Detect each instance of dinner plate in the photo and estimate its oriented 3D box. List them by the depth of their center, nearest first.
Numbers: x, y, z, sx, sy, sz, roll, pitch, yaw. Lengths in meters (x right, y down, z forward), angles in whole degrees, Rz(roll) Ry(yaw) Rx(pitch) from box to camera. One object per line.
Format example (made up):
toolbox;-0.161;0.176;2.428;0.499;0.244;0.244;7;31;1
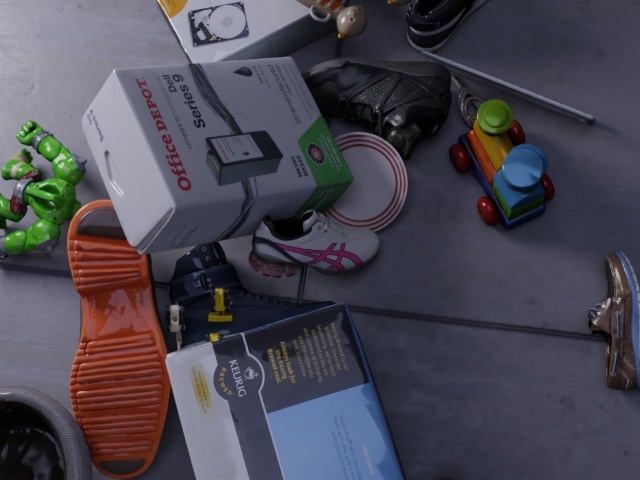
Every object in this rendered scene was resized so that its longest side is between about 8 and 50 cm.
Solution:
dinner plate;0.054;-0.079;1.505;0.141;0.017;0.141;2;95;20

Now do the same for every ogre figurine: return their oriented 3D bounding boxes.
ogre figurine;-0.397;-0.059;1.519;0.118;0.097;0.197;16;64;21

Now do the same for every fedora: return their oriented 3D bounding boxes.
fedora;-0.400;0.329;1.384;0.244;0.124;0.275;-6;66;1

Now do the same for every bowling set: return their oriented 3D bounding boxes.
bowling set;0.094;-0.416;1.482;0.154;0.200;0.287;36;57;-2

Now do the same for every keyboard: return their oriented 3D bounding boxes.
keyboard;0.262;-0.215;1.521;0.256;0.072;0.014;23;93;11

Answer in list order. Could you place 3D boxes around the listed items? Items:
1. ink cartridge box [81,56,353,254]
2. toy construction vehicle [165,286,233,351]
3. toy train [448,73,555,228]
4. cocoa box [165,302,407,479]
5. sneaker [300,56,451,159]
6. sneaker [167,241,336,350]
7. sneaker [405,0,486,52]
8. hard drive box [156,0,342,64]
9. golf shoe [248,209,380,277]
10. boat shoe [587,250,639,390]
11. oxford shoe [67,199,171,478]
ink cartridge box;-0.133;-0.116;1.422;0.289;0.121;0.211;-12;69;-39
toy construction vehicle;-0.154;0.109;1.404;0.086;0.035;0.098;-3;91;1
toy train;0.226;-0.149;1.464;0.105;0.143;0.248;-24;73;-3
cocoa box;-0.017;0.286;1.307;0.228;0.231;0.347;-17;72;-1
sneaker;0.069;-0.182;1.509;0.228;0.087;0.130;2;56;1
sneaker;-0.094;0.066;1.457;0.226;0.086;0.163;-13;75;2
sneaker;0.201;-0.374;1.547;0.079;0.121;0.217;32;78;12
hard drive box;-0.108;-0.349;1.584;0.232;0.089;0.181;-29;73;-4
golf shoe;0.000;0.000;1.442;0.186;0.086;0.067;-5;40;-25
boat shoe;0.384;0.104;1.415;0.066;0.066;0.183;-8;73;4
oxford shoe;-0.259;0.128;1.444;0.130;0.133;0.363;-1;91;-3
